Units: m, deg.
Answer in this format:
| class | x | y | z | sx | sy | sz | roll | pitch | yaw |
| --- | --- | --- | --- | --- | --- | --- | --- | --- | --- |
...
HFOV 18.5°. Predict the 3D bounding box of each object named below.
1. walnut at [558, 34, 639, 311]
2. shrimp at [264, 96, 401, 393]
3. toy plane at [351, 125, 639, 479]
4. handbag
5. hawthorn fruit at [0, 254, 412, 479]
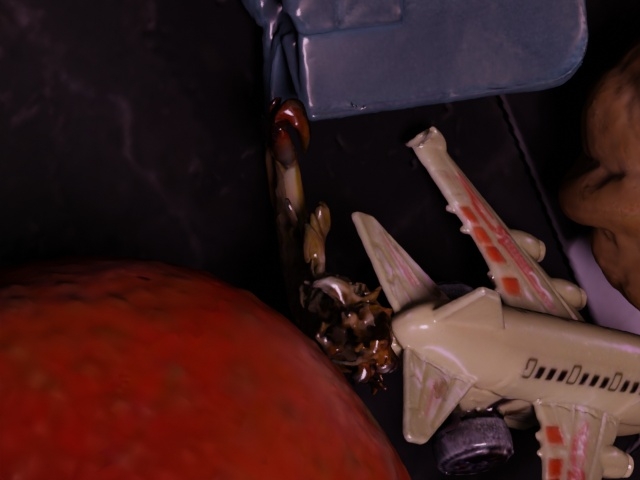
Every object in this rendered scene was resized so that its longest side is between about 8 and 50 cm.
| class | x | y | z | sx | sy | sz | roll | pitch | yaw |
| --- | --- | --- | --- | --- | --- | --- | --- | --- | --- |
| walnut | 0.190 | -0.031 | 0.955 | 0.149 | 0.166 | 0.166 | -9 | 104 | 5 |
| shrimp | 0.002 | 0.000 | 0.824 | 0.034 | 0.178 | 0.124 | -11 | 95 | -7 |
| toy plane | 0.101 | 0.062 | 0.931 | 0.244 | 0.092 | 0.229 | 23 | 47 | -51 |
| handbag | 0.035 | -0.173 | 0.888 | 0.179 | 0.062 | 0.229 | -10 | 101 | -34 |
| hawthorn fruit | -0.090 | 0.130 | 0.719 | 0.300 | 0.275 | 0.275 | -32 | 113 | -40 |
